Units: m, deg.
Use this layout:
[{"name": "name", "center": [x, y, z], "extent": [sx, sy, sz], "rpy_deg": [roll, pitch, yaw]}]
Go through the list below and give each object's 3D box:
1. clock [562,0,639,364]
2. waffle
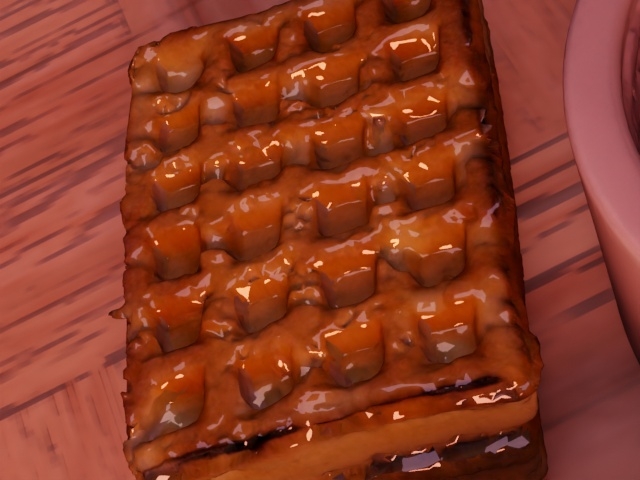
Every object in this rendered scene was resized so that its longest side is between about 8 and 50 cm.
[{"name": "clock", "center": [0.155, -0.028, 0.370], "extent": [0.197, 0.068, 0.197], "rpy_deg": [-12, 49, 14]}, {"name": "waffle", "center": [0.001, 0.000, 0.429], "extent": [0.102, 0.042, 0.148], "rpy_deg": [-15, 48, 13]}]
